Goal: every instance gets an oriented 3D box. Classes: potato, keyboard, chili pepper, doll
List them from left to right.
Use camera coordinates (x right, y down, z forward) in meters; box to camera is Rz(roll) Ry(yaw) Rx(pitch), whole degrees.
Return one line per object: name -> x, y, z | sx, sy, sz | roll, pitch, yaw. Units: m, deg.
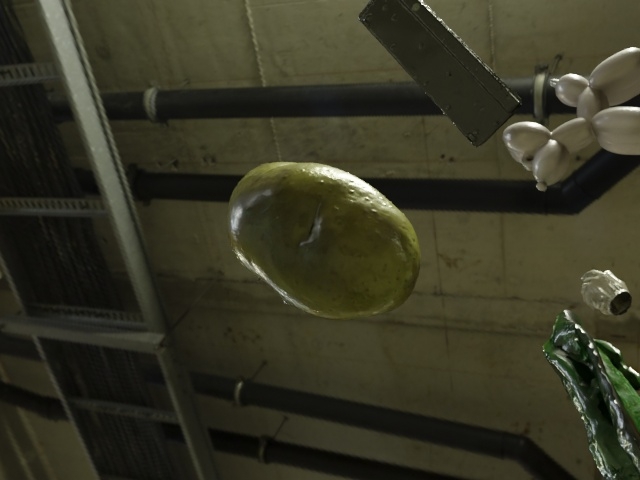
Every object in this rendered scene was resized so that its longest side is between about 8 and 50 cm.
potato -> 0.000, 0.000, 0.816 | 0.248, 0.143, 0.169 | 25, -85, 25
keyboard -> 0.134, -0.210, 0.811 | 0.072, 0.023, 0.231 | -47, -112, 25
doll -> 0.281, -0.127, 0.769 | 0.160, 0.161, 0.059 | -12, -39, 33
chili pepper -> 0.213, 0.145, 0.350 | 0.279, 0.122, 0.065 | 43, -47, 22

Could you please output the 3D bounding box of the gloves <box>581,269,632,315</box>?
gloves -> 0.272, 0.049, 0.666 | 0.044, 0.081, 0.037 | -28, -82, -7
